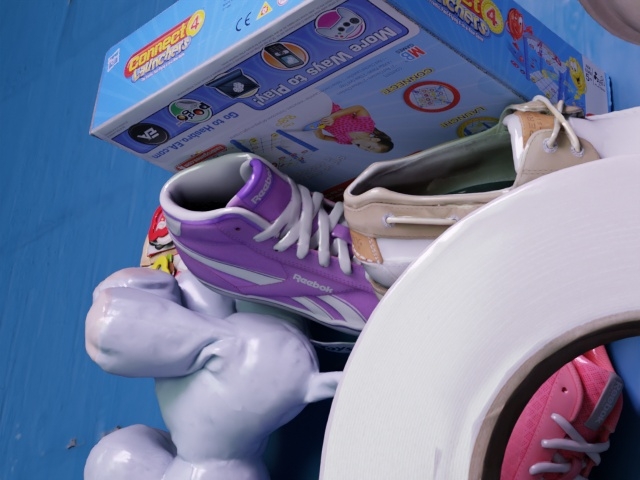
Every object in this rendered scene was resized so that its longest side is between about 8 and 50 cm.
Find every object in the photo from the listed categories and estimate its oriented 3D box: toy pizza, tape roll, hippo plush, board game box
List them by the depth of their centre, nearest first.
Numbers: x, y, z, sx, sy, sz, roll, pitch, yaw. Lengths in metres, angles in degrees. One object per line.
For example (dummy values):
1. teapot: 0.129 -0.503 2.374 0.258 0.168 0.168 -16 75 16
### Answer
1. tape roll: 0.188 0.145 0.589 0.392 0.072 0.392 -4 77 17
2. board game box: 0.026 -0.112 0.885 0.308 0.302 0.086 -21 55 42
3. hippo plush: -0.091 0.168 0.996 0.294 0.234 0.237 14 101 11
4. toy pizza: -0.159 0.008 1.258 0.201 0.032 0.201 -27 51 39

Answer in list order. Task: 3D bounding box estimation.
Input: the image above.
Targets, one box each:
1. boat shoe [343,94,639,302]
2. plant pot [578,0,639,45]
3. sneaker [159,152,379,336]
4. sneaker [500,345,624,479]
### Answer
1. boat shoe: 0.162 -0.044 0.767 0.302 0.103 0.113 -23 29 10
2. plant pot: 0.347 -0.149 0.546 0.334 0.334 0.305 -47 51 22
3. sneaker: 0.000 0.001 0.888 0.282 0.161 0.102 5 62 14
4. sneaker: 0.147 0.138 0.757 0.136 0.116 0.314 -21 55 40
